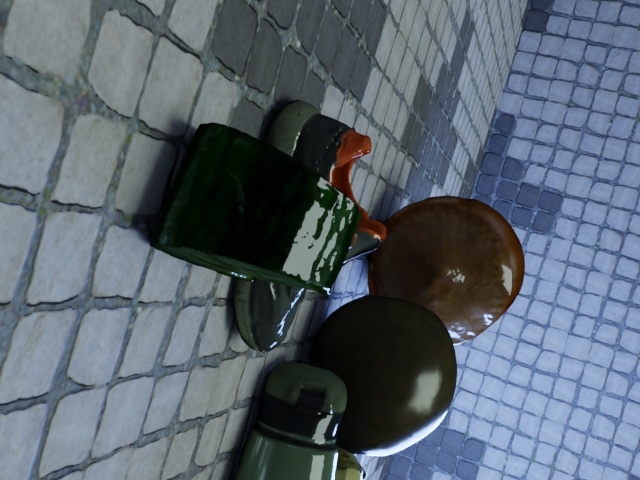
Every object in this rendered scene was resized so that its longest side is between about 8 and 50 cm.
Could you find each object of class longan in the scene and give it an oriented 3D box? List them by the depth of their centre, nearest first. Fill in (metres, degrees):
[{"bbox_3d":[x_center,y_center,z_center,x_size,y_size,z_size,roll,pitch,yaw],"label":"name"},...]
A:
[{"bbox_3d":[0.107,0.248,1.264,0.297,0.297,0.298,17,90,-72],"label":"longan"}]

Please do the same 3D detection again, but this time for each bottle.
[{"bbox_3d":[-0.053,0.366,1.094,0.168,0.168,0.347,31,72,-71],"label":"bottle"}]

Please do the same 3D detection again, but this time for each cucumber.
[{"bbox_3d":[-0.065,-0.026,0.687,0.191,0.191,0.130,38,69,-70],"label":"cucumber"}]

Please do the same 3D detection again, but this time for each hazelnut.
[{"bbox_3d":[0.263,0.059,1.488,0.316,0.372,0.372,64,27,-4],"label":"hazelnut"}]

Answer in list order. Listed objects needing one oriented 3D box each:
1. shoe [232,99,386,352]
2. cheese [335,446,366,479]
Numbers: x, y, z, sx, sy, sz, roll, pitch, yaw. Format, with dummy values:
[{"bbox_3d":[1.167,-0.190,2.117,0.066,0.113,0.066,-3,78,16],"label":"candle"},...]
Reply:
[{"bbox_3d":[0.000,0.000,0.895,0.132,0.170,0.337,-24,128,-67],"label":"shoe"},{"bbox_3d":[-0.027,0.518,1.270,0.259,0.128,0.316,-110,-141,-86],"label":"cheese"}]
